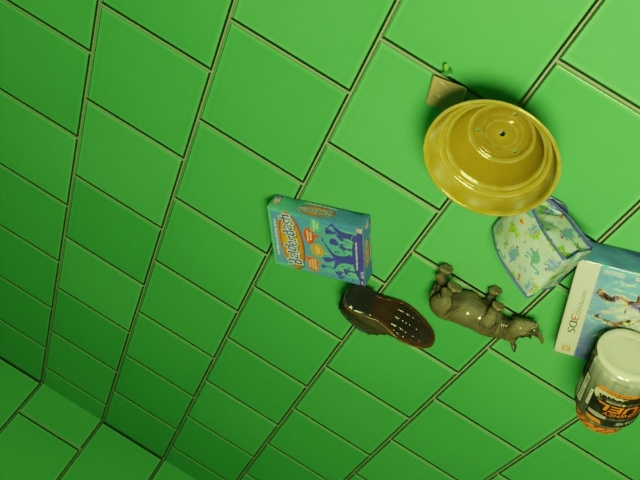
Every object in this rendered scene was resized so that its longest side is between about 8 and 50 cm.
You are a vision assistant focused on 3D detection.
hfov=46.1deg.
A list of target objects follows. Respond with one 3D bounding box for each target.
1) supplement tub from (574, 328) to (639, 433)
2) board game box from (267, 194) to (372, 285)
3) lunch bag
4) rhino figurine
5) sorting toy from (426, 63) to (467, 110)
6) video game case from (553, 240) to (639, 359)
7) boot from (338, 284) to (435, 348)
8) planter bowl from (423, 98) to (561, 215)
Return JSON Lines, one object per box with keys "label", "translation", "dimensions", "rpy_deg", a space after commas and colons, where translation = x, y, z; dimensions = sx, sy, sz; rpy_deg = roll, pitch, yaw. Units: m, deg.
{"label": "supplement tub", "translation": [0.520, 0.254, 1.330], "dimensions": [0.116, 0.117, 0.190], "rpy_deg": [17, 139, 17]}
{"label": "board game box", "translation": [0.000, 0.000, 1.542], "dimensions": [0.210, 0.047, 0.160], "rpy_deg": [13, 134, 21]}
{"label": "lunch bag", "translation": [0.367, -0.002, 1.286], "dimensions": [0.151, 0.096, 0.129], "rpy_deg": [57, 144, 24]}
{"label": "rhino figurine", "translation": [0.322, 0.143, 1.466], "dimensions": [0.243, 0.073, 0.106], "rpy_deg": [25, 133, 6]}
{"label": "sorting toy", "translation": [0.207, -0.246, 1.217], "dimensions": [0.062, 0.012, 0.083], "rpy_deg": [27, 141, 14]}
{"label": "video game case", "translation": [0.569, 0.137, 1.322], "dimensions": [0.269, 0.061, 0.244], "rpy_deg": [15, 136, 18]}
{"label": "boot", "translation": [0.138, 0.169, 1.618], "dimensions": [0.219, 0.082, 0.106], "rpy_deg": [31, 160, -4]}
{"label": "planter bowl", "translation": [0.281, -0.151, 1.203], "dimensions": [0.217, 0.090, 0.217], "rpy_deg": [17, 136, 17]}
